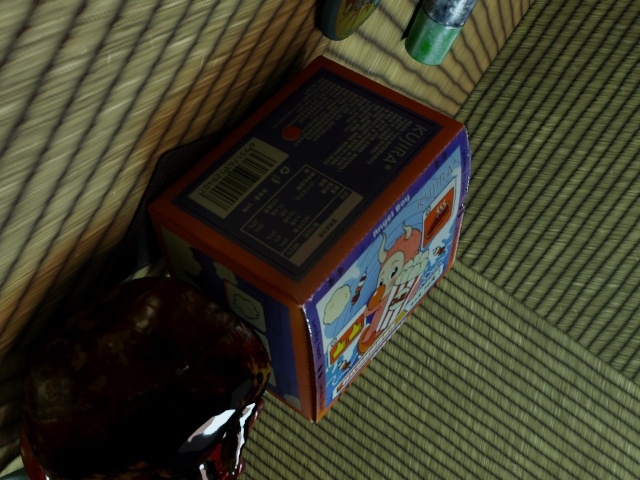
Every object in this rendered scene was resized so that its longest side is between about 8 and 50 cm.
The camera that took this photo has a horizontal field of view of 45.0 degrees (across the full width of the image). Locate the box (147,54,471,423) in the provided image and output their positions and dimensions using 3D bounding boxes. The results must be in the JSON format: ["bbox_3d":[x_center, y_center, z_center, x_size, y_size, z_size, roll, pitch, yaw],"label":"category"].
[{"bbox_3d":[0.000,0.000,1.057,0.348,0.257,0.318,-46,153,-28],"label":"box"}]

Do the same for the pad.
[{"bbox_3d":[-0.159,-0.070,1.055,0.220,0.004,0.330,-58,170,29],"label":"pad"}]

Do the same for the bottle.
[{"bbox_3d":[0.252,-0.468,1.396,0.093,0.093,0.330,-46,168,-40],"label":"bottle"}]

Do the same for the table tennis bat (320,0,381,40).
[{"bbox_3d":[0.071,-0.377,0.989,0.215,0.044,0.329,-50,172,-15],"label":"table tennis bat"}]

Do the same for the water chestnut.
[{"bbox_3d":[-0.201,0.185,0.914,0.289,0.244,0.289,-27,143,-23],"label":"water chestnut"}]

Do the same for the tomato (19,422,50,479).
[{"bbox_3d":[-0.342,0.259,1.020,0.139,0.091,0.159,64,33,-32],"label":"tomato"}]

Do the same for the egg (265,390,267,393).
[{"bbox_3d":[-0.160,0.263,1.774,0.177,0.177,0.228,-50,158,-22],"label":"egg"}]

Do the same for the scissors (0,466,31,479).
[{"bbox_3d":[-0.354,0.302,1.115,0.360,0.191,0.029,-67,155,-61],"label":"scissors"}]

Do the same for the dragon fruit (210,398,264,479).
[{"bbox_3d":[-0.200,0.387,1.482,0.286,0.228,0.329,-2,94,-81],"label":"dragon fruit"}]
